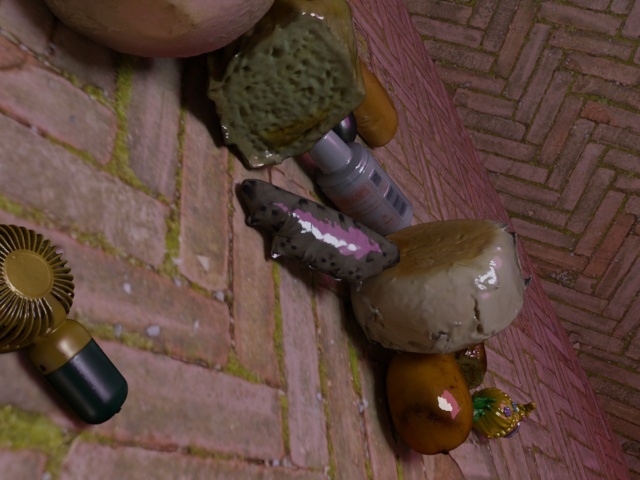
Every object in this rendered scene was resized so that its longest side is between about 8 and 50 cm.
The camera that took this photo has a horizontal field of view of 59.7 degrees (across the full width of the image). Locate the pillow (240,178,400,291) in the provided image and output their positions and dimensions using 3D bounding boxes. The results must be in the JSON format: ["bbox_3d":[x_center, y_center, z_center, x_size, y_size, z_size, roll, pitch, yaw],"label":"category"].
[{"bbox_3d":[0.001,0.001,0.710,0.241,0.051,0.093,24,67,-22],"label":"pillow"}]

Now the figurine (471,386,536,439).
[{"bbox_3d":[0.344,0.324,1.069,0.156,0.115,0.095,40,25,-39],"label":"figurine"}]

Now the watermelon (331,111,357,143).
[{"bbox_3d":[0.024,-0.205,0.971,0.078,0.078,0.111,-19,85,-65],"label":"watermelon"}]

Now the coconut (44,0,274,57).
[{"bbox_3d":[-0.153,-0.292,0.524,0.233,0.233,0.245,31,37,-50],"label":"coconut"}]

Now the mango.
[{"bbox_3d":[0.158,0.209,0.812,0.145,0.112,0.219,54,24,-20],"label":"mango"}]

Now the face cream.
[{"bbox_3d":[0.048,-0.101,0.894,0.251,0.101,0.101,44,32,-36],"label":"face cream"}]

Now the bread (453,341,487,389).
[{"bbox_3d":[0.238,0.170,1.009,0.172,0.103,0.132,-90,165,-46],"label":"bread"}]

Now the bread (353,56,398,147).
[{"bbox_3d":[0.066,-0.317,1.142,0.305,0.091,0.142,36,32,-47],"label":"bread"}]

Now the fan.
[{"bbox_3d":[-0.182,0.058,0.375,0.155,0.039,0.082,57,26,-17],"label":"fan"}]

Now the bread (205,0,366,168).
[{"bbox_3d":[-0.053,-0.262,0.716,0.196,0.238,0.252,23,41,-38],"label":"bread"}]

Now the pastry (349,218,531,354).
[{"bbox_3d":[0.169,0.063,0.811,0.265,0.265,0.133,-48,124,-63],"label":"pastry"}]
